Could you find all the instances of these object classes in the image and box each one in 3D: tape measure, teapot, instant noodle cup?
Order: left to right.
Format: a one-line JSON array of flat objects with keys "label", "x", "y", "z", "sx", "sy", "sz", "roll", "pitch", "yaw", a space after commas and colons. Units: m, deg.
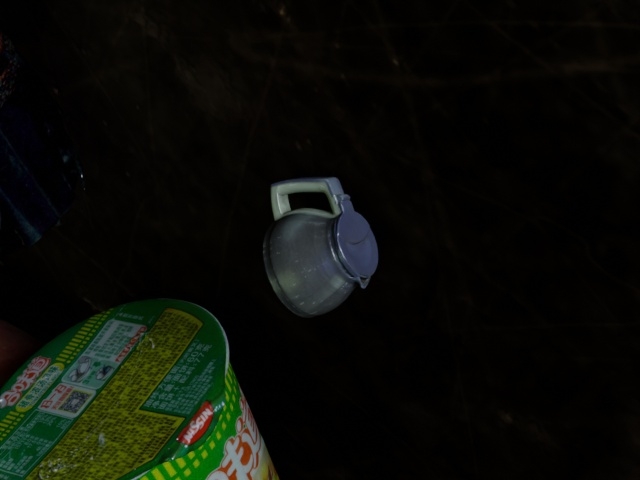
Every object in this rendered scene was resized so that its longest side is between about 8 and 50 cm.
[{"label": "tape measure", "x": -0.276, "y": -0.084, "z": 1.022, "sx": 0.223, "sy": 0.135, "sz": 0.202, "roll": 11, "pitch": 141, "yaw": 42}, {"label": "instant noodle cup", "x": -0.114, "y": 0.197, "z": 1.087, "sx": 0.207, "sy": 0.207, "sz": 0.233, "roll": 7, "pitch": 135, "yaw": 41}, {"label": "teapot", "x": 0.000, "y": 0.000, "z": 0.894, "sx": 0.057, "sy": 0.066, "sz": 0.088, "roll": -20, "pitch": 87, "yaw": 31}]

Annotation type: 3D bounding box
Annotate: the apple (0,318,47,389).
[{"label": "apple", "x": -0.316, "y": 0.229, "z": 1.241, "sx": 0.345, "sy": 0.269, "sz": 0.345, "roll": 25, "pitch": 138, "yaw": 25}]
